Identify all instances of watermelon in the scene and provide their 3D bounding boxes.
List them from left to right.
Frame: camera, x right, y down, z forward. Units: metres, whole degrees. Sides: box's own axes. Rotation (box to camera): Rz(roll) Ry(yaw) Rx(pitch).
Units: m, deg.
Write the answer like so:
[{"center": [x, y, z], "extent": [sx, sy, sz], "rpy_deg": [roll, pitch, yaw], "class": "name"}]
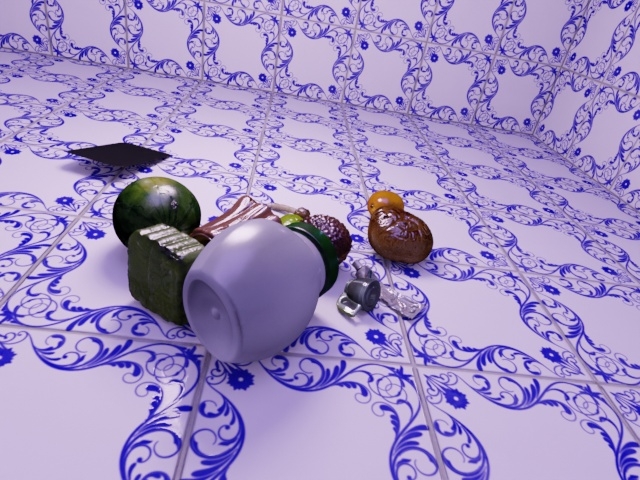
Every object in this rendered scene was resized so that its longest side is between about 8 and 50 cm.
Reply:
[{"center": [-0.466, -0.067, 1.267], "extent": [0.242, 0.242, 0.242], "rpy_deg": [8, 31, -5], "class": "watermelon"}]

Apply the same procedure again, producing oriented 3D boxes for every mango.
[{"center": [-0.098, -0.021, 1.444], "extent": [0.119, 0.100, 0.178], "rpy_deg": [15, 39, 2], "class": "mango"}, {"center": [0.265, -0.141, 1.756], "extent": [0.145, 0.112, 0.219], "rpy_deg": [23, 21, 19], "class": "mango"}]

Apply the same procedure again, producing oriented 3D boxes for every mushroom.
[{"center": [-0.118, -0.106, 1.632], "extent": [0.187, 0.061, 0.060], "rpy_deg": [17, 16, 32], "class": "mushroom"}, {"center": [0.273, -0.021, 1.523], "extent": [0.253, 0.153, 0.253], "rpy_deg": [16, 33, -11], "class": "mushroom"}]

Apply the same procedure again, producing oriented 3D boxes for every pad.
[{"center": [-0.770, -0.317, 1.787], "extent": [0.315, 0.063, 0.375], "rpy_deg": [15, 21, 9], "class": "pad"}]

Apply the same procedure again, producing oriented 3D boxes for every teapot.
[{"center": [0.102, 0.150, 1.241], "extent": [0.091, 0.092, 0.124], "rpy_deg": [14, 20, 39], "class": "teapot"}]

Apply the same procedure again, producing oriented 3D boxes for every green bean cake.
[{"center": [-0.365, 0.082, 1.078], "extent": [0.200, 0.214, 0.113], "rpy_deg": [25, 29, 22], "class": "green bean cake"}]

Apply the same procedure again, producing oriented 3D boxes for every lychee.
[{"center": [0.000, 0.000, 1.351], "extent": [0.188, 0.188, 0.188], "rpy_deg": [8, 31, -5], "class": "lychee"}]

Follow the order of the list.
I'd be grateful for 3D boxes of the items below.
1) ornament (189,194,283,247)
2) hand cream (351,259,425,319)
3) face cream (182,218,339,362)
[{"center": [-0.245, 0.012, 1.260], "extent": [0.217, 0.221, 0.235], "rpy_deg": [-31, 95, -44], "class": "ornament"}, {"center": [0.188, 0.143, 1.317], "extent": [0.257, 0.050, 0.084], "rpy_deg": [38, 41, 27], "class": "hand cream"}, {"center": [-0.130, 0.103, 1.040], "extent": [0.219, 0.312, 0.357], "rpy_deg": [-8, 13, 37], "class": "face cream"}]
